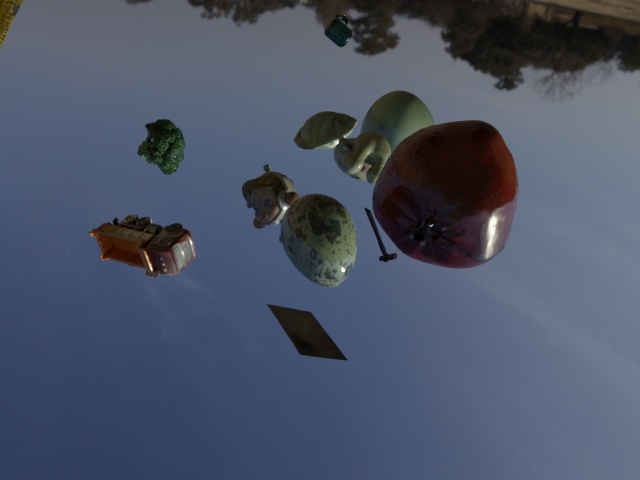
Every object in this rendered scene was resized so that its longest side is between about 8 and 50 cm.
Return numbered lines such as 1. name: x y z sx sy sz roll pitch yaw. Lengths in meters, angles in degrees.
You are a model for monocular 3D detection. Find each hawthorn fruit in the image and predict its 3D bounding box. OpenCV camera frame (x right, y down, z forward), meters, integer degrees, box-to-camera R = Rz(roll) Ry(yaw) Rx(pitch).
1. hawthorn fruit: 0.248 -0.106 1.079 0.265 0.265 0.307 23 -127 22

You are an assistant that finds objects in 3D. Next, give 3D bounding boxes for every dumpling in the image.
1. dumpling: 0.017 -0.336 1.837 0.219 0.152 0.108 -8 154 29

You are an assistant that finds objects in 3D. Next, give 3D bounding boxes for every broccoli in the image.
1. broccoli: -0.535 -0.319 1.964 0.156 0.195 0.195 -13 -162 21

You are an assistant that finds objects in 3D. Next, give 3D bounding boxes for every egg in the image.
1. egg: 0.000 0.000 1.012 0.132 0.132 0.172 -10 -106 -38
2. egg: 0.282 -0.368 2.091 0.276 0.388 0.276 -2 -126 3

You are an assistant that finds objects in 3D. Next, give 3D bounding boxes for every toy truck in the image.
1. toy truck: -0.471 0.012 1.525 0.271 0.114 0.135 11 -139 24

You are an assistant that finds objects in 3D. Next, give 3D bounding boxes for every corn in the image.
1. corn: -0.817 -0.595 1.455 0.097 0.097 0.319 12 -114 0

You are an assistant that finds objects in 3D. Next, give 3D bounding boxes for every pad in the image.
1. pad: -0.040 0.255 1.604 0.164 0.004 0.243 15 -160 -35

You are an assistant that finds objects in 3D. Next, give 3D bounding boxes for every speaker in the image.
1. speaker: 0.054 -0.620 1.688 0.075 0.060 0.094 35 -140 -20

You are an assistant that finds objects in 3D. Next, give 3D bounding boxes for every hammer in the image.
1. hammer: 0.169 -0.018 1.670 0.065 0.178 0.021 -8 -161 46

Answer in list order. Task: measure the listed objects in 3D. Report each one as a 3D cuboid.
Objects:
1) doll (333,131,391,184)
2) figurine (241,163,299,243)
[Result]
1. doll: 0.107 -0.200 1.378 0.155 0.113 0.275 21 -174 -5
2. figurine: -0.084 -0.072 1.539 0.274 0.193 0.133 36 -131 9
